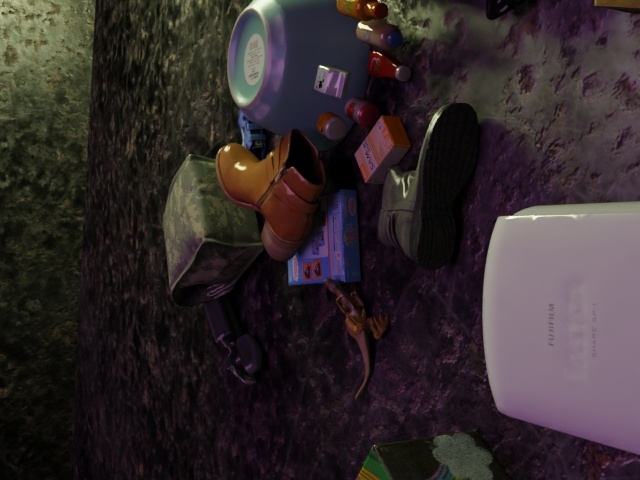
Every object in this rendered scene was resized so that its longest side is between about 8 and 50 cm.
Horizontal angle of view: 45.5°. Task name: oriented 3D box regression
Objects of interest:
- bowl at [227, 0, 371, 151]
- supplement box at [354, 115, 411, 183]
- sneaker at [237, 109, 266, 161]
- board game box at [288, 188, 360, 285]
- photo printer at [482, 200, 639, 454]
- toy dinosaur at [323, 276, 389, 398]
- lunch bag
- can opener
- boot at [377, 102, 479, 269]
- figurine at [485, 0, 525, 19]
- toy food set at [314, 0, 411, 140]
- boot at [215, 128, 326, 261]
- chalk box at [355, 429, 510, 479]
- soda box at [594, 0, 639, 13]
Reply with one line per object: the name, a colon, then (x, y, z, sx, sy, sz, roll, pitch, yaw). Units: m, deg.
bowl: (-0.061, -0.321, 1.371, 0.311, 0.163, 0.311, 0, 90, 61)
supplement box: (0.098, -0.144, 1.220, 0.098, 0.036, 0.062, -54, 45, 46)
sneaker: (-0.141, -0.222, 1.625, 0.059, 0.053, 0.144, 21, 117, 59)
board game box: (0.000, 0.000, 1.392, 0.211, 0.039, 0.160, -9, 83, 59)
photo printer: (0.294, 0.086, 0.811, 0.308, 0.107, 0.255, 2, 92, 60)
toy dinosaur: (0.069, 0.152, 1.276, 0.211, 0.064, 0.112, 71, 159, 7)
lunch bag: (-0.265, -0.011, 1.723, 0.287, 0.169, 0.235, -48, 47, 44)
can opener: (-0.196, 0.205, 1.725, 0.093, 0.074, 0.280, -40, 50, 10)
boot: (0.139, -0.090, 1.114, 0.161, 0.084, 0.246, -141, 58, -60)
figurine: (0.254, -0.398, 0.906, 0.209, 0.092, 0.214, 159, 109, -63)
toy food set: (0.070, -0.261, 1.192, 0.104, 0.111, 0.232, 40, 121, 54)
boot: (-0.092, -0.126, 1.386, 0.283, 0.109, 0.220, 64, 148, 29)
chalk box: (0.171, 0.415, 0.960, 0.289, 0.180, 0.179, 58, 138, 44)
soda box: (0.360, -0.251, 0.742, 0.181, 0.058, 0.061, 32, 118, 56)
